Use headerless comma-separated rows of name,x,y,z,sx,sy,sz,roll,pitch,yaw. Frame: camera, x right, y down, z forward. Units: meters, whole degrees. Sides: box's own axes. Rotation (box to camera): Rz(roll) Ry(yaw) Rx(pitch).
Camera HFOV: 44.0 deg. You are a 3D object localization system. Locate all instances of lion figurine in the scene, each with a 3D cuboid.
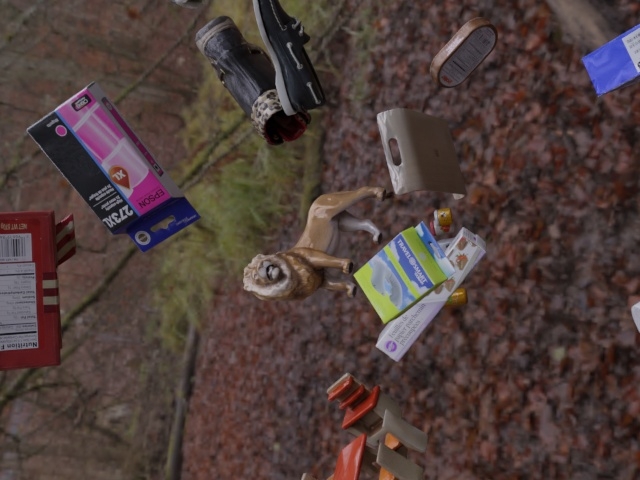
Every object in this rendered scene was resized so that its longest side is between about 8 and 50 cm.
lion figurine,0.000,0.000,1.850,0.392,0.240,0.142,-57,-33,-37

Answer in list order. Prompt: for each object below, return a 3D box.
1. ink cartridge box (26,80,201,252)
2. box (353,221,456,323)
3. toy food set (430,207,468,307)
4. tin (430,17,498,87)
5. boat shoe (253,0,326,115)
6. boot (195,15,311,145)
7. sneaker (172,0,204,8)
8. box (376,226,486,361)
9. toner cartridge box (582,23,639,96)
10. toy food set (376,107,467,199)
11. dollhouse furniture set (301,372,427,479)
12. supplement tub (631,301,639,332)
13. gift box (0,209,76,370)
ink cartridge box,-0.440,-0.142,1.708,0.176,0.371,0.069,-30,22,18
box,0.142,0.058,1.363,0.109,0.042,0.178,58,138,13
toy food set,0.278,0.039,1.879,0.111,0.105,0.232,-55,-47,-73
tin,0.346,-0.450,1.911,0.189,0.106,0.040,-47,44,18
boat shoe,-0.063,-0.401,1.614,0.114,0.091,0.302,-88,-17,-50
boot,-0.138,-0.355,1.915,0.284,0.138,0.377,54,-177,17
sneaker,-0.269,-0.501,1.461,0.087,0.092,0.229,-53,-7,3
box,0.236,0.117,1.698,0.324,0.063,0.067,-55,-1,21
toner cartridge box,0.622,-0.342,1.317,0.165,0.348,0.075,-24,87,66
toy food set,0.269,-0.218,2.097,0.092,0.306,0.219,-20,78,35
dollhouse furniture set,0.057,0.381,1.429,0.262,0.135,0.259,-46,14,34
supplement tub,0.718,0.109,1.333,0.228,0.316,0.228,58,-176,-6
gift box,-0.492,0.049,1.170,0.258,0.255,0.276,180,92,-71
